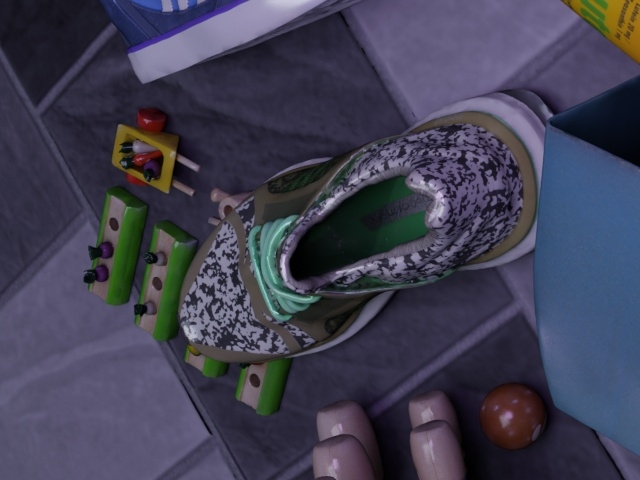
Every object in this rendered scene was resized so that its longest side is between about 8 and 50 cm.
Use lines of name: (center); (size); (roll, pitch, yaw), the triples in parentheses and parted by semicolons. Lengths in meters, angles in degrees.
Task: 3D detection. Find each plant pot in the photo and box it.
plant pot: (0.251, 0.027, 1.374); (0.165, 0.165, 0.234); (29, 128, 33)

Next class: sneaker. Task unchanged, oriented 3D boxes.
sneaker: (0.000, 0.000, 1.563); (0.410, 0.182, 0.158); (-29, 82, 40)
sneaker: (-0.089, -0.274, 1.604); (0.322, 0.130, 0.236); (-16, 96, 49)

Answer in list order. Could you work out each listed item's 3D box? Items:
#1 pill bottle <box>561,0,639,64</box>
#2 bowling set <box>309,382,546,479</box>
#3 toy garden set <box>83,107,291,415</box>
pill bottle: (0.256, -0.171, 1.319); (0.245, 0.136, 0.136); (44, 127, 24)
bowling set: (0.095, 0.211, 1.561); (0.200, 0.287, 0.154); (-16, 99, 10)
toy garden set: (-0.119, 0.016, 1.774); (0.244, 0.049, 0.204); (33, 122, 31)
